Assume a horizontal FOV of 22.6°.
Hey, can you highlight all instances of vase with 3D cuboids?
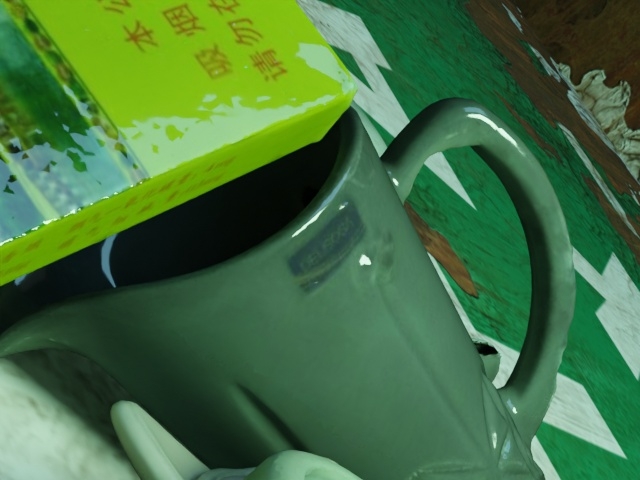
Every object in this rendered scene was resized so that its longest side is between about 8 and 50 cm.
[{"bbox_3d":[0.026,0.073,0.746,0.301,0.251,0.156,55,-8,-25],"label":"vase"}]

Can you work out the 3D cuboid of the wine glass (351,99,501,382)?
[{"bbox_3d":[0.000,0.000,0.925,0.126,0.126,0.241,22,36,-56],"label":"wine glass"}]

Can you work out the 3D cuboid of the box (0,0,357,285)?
[{"bbox_3d":[-0.155,-0.065,0.558,0.335,0.047,0.187,-28,77,-42],"label":"box"}]

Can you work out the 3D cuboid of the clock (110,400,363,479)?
[{"bbox_3d":[0.031,0.195,0.566,0.324,0.108,0.265,46,7,-17],"label":"clock"}]
